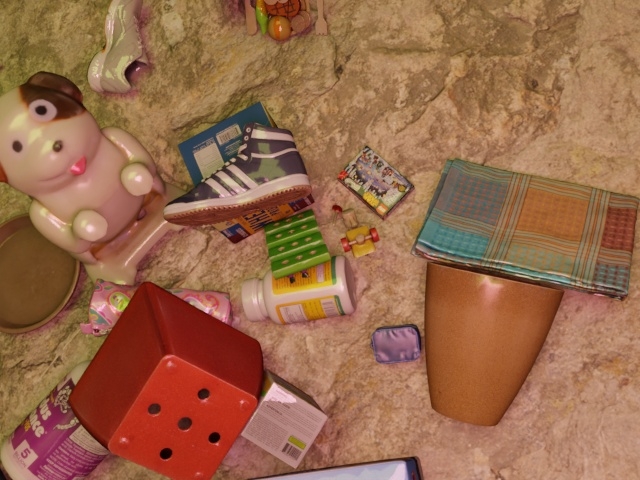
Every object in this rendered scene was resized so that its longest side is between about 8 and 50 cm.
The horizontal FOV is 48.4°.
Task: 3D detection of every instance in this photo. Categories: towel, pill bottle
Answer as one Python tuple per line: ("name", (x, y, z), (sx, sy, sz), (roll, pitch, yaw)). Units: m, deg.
("towel", (0.379, -0.033, 1.305), (0.370, 0.040, 0.271), (13, 48, 17))
("pill bottle", (-0.042, 0.102, 1.390), (0.209, 0.117, 0.117), (-11, 72, 11))
("pill bottle", (-0.459, 0.343, 1.393), (0.169, 0.169, 0.301), (42, 87, 21))

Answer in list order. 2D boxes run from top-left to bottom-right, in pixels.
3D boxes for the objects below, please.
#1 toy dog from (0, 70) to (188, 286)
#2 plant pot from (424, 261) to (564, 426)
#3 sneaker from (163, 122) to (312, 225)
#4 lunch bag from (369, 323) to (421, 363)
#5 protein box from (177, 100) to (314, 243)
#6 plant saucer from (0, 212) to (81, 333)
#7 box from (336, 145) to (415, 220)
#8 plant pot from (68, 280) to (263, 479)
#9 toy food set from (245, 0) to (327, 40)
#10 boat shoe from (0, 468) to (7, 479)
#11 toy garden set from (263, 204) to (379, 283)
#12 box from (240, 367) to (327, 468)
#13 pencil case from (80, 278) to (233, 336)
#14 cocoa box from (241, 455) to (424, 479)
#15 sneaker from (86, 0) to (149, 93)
("toy dog", (-0.477, -0.145, 1.406), (0.285, 0.408, 0.395), (-40, 62, -7))
("plant pot", (0.278, 0.183, 1.248), (0.237, 0.237, 0.254), (13, 92, 17))
("sneaker", (-0.168, -0.127, 1.349), (0.282, 0.099, 0.153), (-14, 77, 2))
("lunch bag", (0.141, 0.195, 1.345), (0.099, 0.065, 0.067), (-5, 88, 11))
("protein box", (-0.153, -0.138, 1.478), (0.200, 0.136, 0.201), (-27, 69, 5))
("plant saucer", (-0.654, 0.073, 1.592), (0.278, 0.041, 0.277), (-4, 72, 13))
("box", (0.113, -0.119, 1.464), (0.137, 0.027, 0.094), (43, 88, 21))
("plant pot", (-0.251, 0.269, 1.229), (0.267, 0.236, 0.267), (33, 90, -21))
("toy food set", (-0.084, -0.512, 1.588), (0.192, 0.132, 0.038), (4, 30, 15))
("boat shoe", (-0.629, 0.563, 1.418), (0.109, 0.089, 0.258), (-17, 65, -5))
("toy garden set", (0.000, 0.000, 1.381), (0.204, 0.244, 0.049), (-19, 112, 0))
("box", (-0.073, 0.311, 1.275), (0.114, 0.203, 0.103), (33, 83, -4))
("pencil case", (-0.316, 0.148, 1.402), (0.284, 0.124, 0.124), (6, 74, -6))
("cocoa box", (0.008, 0.503, 1.197), (0.347, 0.228, 0.231), (-11, 72, 11))
("sneaker", (-0.448, -0.462, 1.680), (0.121, 0.099, 0.262), (15, 85, 10))
